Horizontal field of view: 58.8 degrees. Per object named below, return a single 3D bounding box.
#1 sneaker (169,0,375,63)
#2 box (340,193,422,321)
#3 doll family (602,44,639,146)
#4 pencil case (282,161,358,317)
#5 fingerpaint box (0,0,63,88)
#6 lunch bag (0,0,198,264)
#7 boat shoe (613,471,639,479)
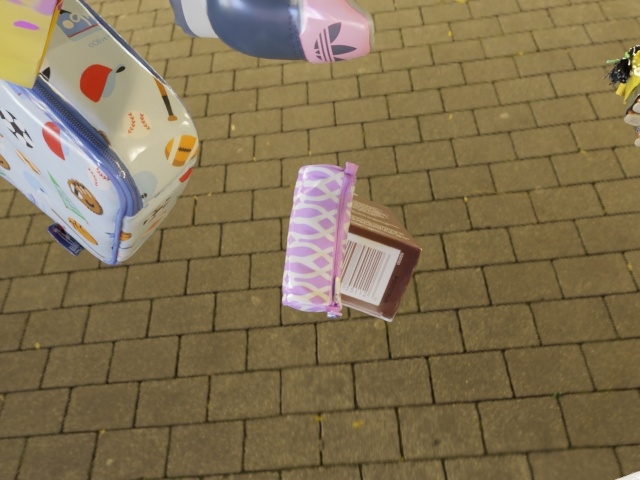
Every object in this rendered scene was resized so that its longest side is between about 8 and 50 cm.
[{"bbox_3d":[0.029,-0.252,0.361,0.131,0.112,0.319,22,84,12],"label":"sneaker"},{"bbox_3d":[0.043,-0.002,1.053,0.191,0.143,0.381,19,14,-5],"label":"box"},{"bbox_3d":[0.369,-0.197,0.615,0.076,0.193,0.111,13,64,0],"label":"doll family"},{"bbox_3d":[0.000,0.000,0.766,0.088,0.086,0.206,-4,80,51],"label":"pencil case"},{"bbox_3d":[-0.304,-0.324,0.224,0.445,0.163,0.371,13,74,-30],"label":"fingerpaint box"},{"bbox_3d":[-0.250,-0.101,0.549,0.243,0.303,0.115,43,62,-8],"label":"lunch bag"},{"bbox_3d":[0.388,0.361,0.723,0.258,0.095,0.084,-36,31,33],"label":"boat shoe"}]
